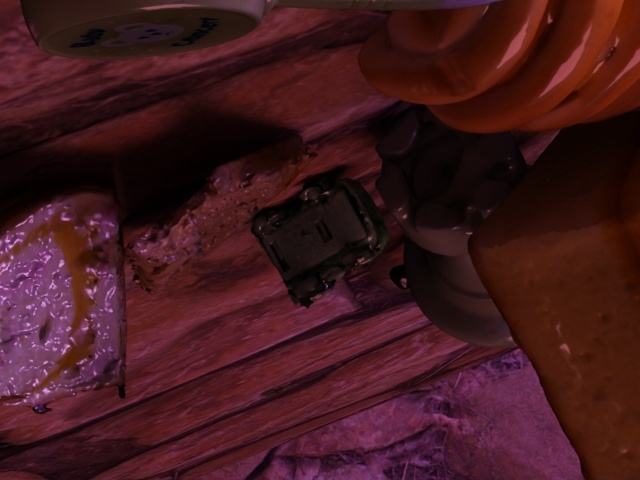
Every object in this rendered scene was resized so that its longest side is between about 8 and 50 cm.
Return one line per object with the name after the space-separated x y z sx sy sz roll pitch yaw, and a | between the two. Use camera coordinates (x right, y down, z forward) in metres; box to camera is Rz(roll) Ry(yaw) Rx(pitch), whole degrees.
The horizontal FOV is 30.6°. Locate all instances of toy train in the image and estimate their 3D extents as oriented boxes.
0.000 0.000 1.094 0.149 0.099 0.081 -34 174 34 | toy train

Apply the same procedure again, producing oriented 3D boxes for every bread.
0.185 -0.146 0.772 0.311 0.121 0.173 -13 164 -41 | bread
-0.216 0.040 0.820 0.156 0.158 0.260 -2 175 -8 | bread
0.308 -0.024 0.930 0.233 0.245 0.362 -20 -161 37 | bread

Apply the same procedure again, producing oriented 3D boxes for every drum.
-0.017 -0.130 0.564 0.253 0.049 0.130 -8 179 -8 | drum

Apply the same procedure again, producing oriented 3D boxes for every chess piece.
0.146 -0.020 1.081 0.194 0.195 0.299 -25 156 10 | chess piece

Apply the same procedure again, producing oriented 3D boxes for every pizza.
-0.077 -0.021 0.881 0.181 0.034 0.262 -39 179 -3 | pizza

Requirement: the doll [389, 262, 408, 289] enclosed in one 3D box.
0.143 0.001 1.347 0.096 0.070 0.195 -49 -177 -31 | doll
